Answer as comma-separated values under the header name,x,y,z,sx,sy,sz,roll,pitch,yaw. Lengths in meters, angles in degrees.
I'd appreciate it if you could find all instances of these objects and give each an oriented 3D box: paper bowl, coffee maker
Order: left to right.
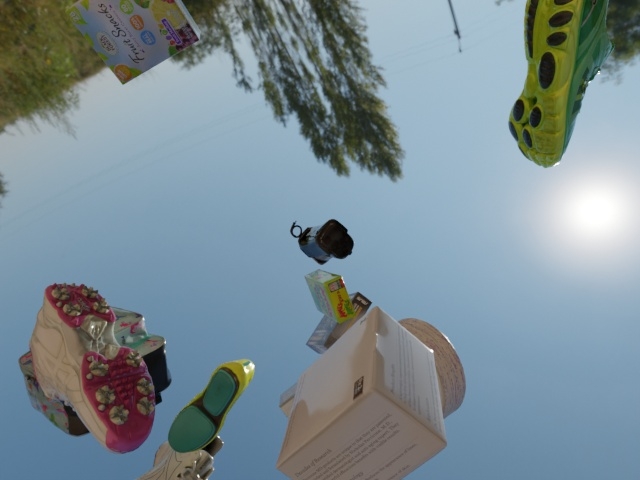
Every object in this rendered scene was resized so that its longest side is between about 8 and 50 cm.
name,x,y,z,sx,sy,sz,roll,pitch,yaw
coffee maker,0.000,0.000,1.500,0.178,0.171,0.120,158,-52,-69
paper bowl,0.240,0.369,1.292,0.147,0.285,0.284,-18,-159,-33

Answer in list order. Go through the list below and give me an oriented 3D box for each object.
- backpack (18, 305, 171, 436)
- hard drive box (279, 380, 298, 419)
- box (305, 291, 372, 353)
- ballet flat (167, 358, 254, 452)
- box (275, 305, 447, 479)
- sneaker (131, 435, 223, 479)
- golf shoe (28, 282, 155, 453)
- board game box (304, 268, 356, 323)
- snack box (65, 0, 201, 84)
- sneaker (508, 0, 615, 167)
name,x,y,z,sx,sy,sz,roll,pitch,yaw
backpack,-0.450,0.240,0.921,0.253,0.191,0.225,-1,-164,39
hard drive box,0.046,0.383,1.132,0.232,0.181,0.089,-37,-178,-2
box,0.050,0.250,1.403,0.183,0.056,0.231,-56,-175,-18
ballet flat,-0.184,0.287,0.822,0.231,0.077,0.077,-53,168,25
box,0.054,0.218,0.624,0.182,0.119,0.181,-47,-171,22
sneaker,-0.280,0.463,0.906,0.129,0.111,0.297,-27,-170,9
golf shoe,-0.352,0.203,0.711,0.140,0.115,0.306,-52,-124,13
board game box,0.018,0.121,1.057,0.043,0.092,0.181,-22,-174,-13
snack box,-0.390,-0.462,1.000,0.206,0.175,0.070,-25,-142,12
sneaker,0.351,-0.229,0.666,0.123,0.296,0.109,-21,-135,-10
